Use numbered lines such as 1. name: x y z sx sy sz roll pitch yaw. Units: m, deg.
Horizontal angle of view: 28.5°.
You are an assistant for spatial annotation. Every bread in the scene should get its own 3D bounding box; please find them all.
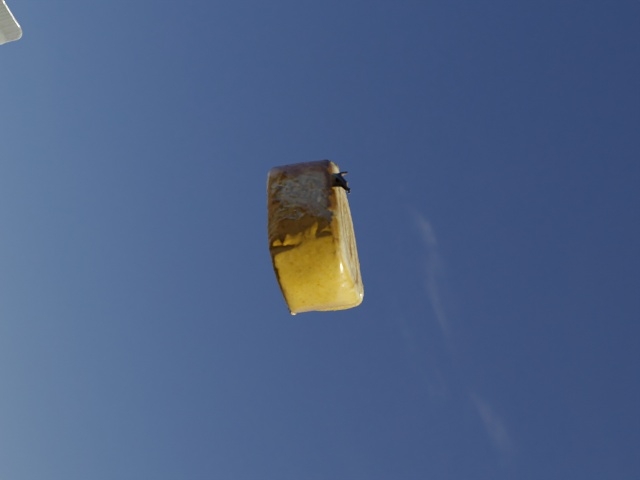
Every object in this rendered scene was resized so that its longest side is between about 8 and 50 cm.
1. bread: 0.000 0.000 1.074 0.149 0.073 0.122 -95 172 -49

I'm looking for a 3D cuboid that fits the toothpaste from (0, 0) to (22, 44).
1. toothpaste: -0.410 -0.149 0.927 0.080 0.371 0.125 -90 160 -51
